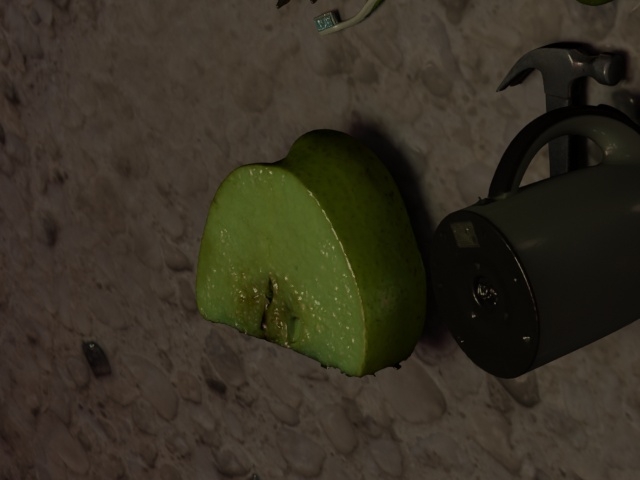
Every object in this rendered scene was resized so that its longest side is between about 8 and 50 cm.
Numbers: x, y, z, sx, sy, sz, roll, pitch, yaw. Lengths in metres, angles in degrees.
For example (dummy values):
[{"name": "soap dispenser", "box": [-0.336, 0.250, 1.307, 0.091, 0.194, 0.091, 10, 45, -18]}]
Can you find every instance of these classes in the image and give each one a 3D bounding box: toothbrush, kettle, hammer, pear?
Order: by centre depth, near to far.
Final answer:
[{"name": "kettle", "box": [0.235, -0.012, 1.642, 0.161, 0.236, 0.221, -5, 102, 63]}, {"name": "hammer", "box": [0.241, -0.058, 1.774, 0.137, 0.037, 0.290, 18, 120, 43]}, {"name": "toothbrush", "box": [0.076, -0.262, 1.883, 0.263, 0.022, 0.026, -16, 107, 51]}, {"name": "pear", "box": [0.000, 0.000, 1.988, 0.292, 0.159, 0.292, 20, 120, 39]}]

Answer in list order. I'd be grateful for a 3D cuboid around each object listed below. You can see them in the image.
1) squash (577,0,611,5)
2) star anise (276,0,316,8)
[{"name": "squash", "box": [0.270, -0.287, 1.597, 0.095, 0.095, 0.188, 43, 138, 28]}, {"name": "star anise", "box": [-0.032, -0.324, 1.961, 0.141, 0.042, 0.141, 19, 118, 41]}]
